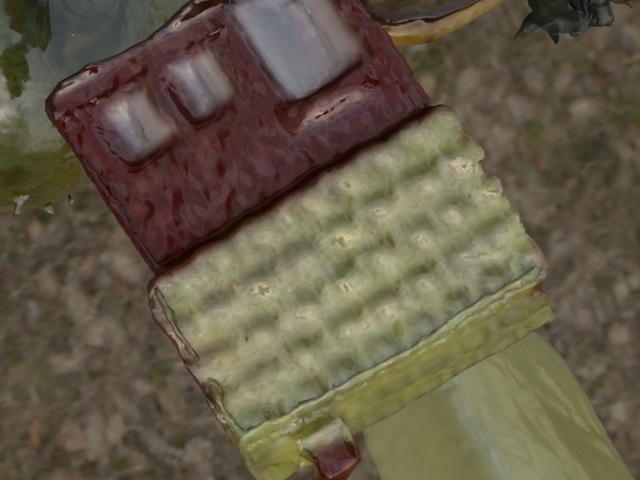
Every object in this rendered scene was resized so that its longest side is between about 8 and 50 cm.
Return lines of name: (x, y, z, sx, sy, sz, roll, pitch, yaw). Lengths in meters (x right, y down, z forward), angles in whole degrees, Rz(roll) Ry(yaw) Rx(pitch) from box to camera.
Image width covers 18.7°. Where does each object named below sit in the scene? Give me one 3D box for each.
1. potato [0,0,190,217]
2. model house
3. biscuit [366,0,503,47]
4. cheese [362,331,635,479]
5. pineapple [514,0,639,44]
potato: (-0.213, -0.197, 1.480, 0.270, 0.219, 0.359, 54, 54, -29)
model house: (0.000, 0.000, 1.053, 0.254, 0.196, 0.160, 60, -4, 26)
biscuit: (0.109, -0.248, 1.695, 0.299, 0.154, 0.045, -41, 142, -41)
cheese: (0.153, 0.181, 1.634, 0.242, 0.124, 0.265, 27, 28, -45)
pineapple: (0.284, -0.282, 1.984, 0.248, 0.128, 0.128, -33, 98, -41)
